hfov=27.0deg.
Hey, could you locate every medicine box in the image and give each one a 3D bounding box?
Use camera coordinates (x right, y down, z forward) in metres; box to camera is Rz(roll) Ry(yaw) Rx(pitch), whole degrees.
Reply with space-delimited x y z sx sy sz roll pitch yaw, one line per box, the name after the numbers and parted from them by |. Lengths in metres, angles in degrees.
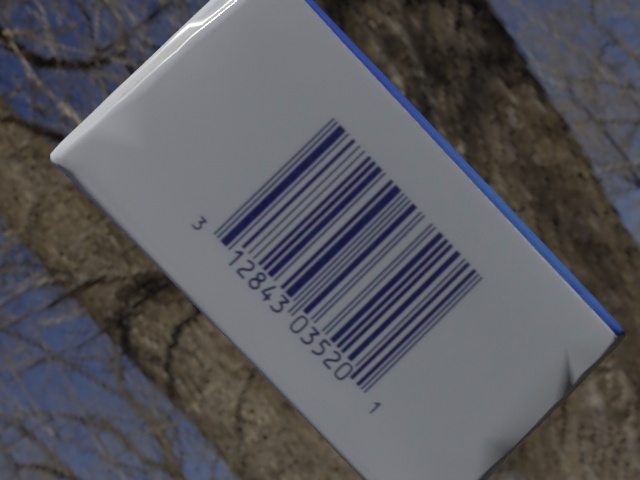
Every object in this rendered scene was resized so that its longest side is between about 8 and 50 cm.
0.000 0.000 0.776 0.149 0.263 0.289 -44 5 -2 | medicine box
